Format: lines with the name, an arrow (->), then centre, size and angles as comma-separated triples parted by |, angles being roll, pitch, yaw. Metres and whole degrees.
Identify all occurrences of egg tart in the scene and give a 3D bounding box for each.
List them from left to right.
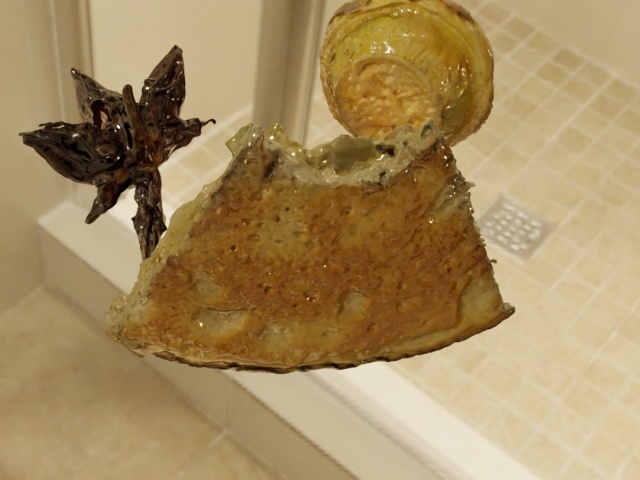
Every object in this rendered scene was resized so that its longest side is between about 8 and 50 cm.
egg tart -> 0.116, -0.226, 1.462 | 0.288, 0.288, 0.118 | 21, 43, 10

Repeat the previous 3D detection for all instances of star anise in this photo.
star anise -> -0.184, -0.087, 0.917 | 0.157, 0.053, 0.212 | 23, 75, -14

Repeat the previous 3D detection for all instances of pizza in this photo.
pizza -> 0.000, 0.000, 0.766 | 0.324, 0.223, 0.089 | -3, 34, -15
